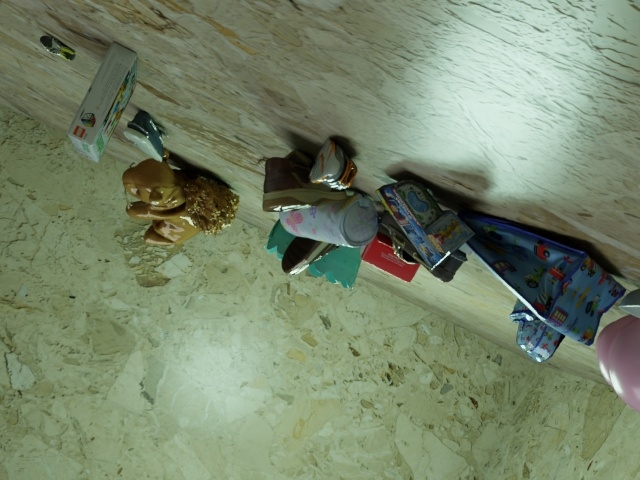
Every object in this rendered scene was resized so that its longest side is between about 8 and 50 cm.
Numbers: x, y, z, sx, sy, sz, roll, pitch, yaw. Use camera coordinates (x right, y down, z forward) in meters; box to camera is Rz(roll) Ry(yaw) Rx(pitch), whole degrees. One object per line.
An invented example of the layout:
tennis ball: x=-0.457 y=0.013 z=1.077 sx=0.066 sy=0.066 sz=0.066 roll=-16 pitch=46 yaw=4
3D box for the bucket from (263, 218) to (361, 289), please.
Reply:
bucket: x=0.000 y=0.000 z=2.292 sx=0.281 sy=0.183 sz=0.281 roll=25 pitch=174 yaw=3

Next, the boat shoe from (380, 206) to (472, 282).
boat shoe: x=0.207 y=0.005 z=1.770 sx=0.116 sy=0.097 sz=0.324 roll=28 pitch=-178 yaw=-28

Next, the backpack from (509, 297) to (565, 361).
backpack: x=0.518 y=0.194 z=1.947 sx=0.116 sy=0.173 sz=0.158 roll=25 pitch=175 yaw=-5

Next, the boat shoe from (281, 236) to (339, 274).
boat shoe: x=0.008 y=0.007 z=2.090 sx=0.095 sy=0.257 sz=0.095 roll=24 pitch=-145 yaw=-35

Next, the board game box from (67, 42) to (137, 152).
board game box: x=-0.430 y=-0.266 z=1.638 sx=0.053 sy=0.193 sz=0.305 roll=26 pitch=174 yaw=-11

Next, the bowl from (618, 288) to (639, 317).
bowl: x=0.626 y=0.125 z=1.480 sx=0.142 sy=0.053 sz=0.142 roll=25 pitch=173 yaw=0

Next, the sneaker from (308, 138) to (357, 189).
sneaker: x=0.030 y=-0.133 z=1.517 sx=0.083 sy=0.084 sz=0.215 roll=25 pitch=-176 yaw=-4

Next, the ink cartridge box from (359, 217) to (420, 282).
ink cartridge box: x=0.167 y=0.022 z=1.974 sx=0.134 sy=0.078 sz=0.231 roll=26 pitch=-165 yaw=-8

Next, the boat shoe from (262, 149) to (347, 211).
boat shoe: x=-0.035 y=-0.128 z=1.705 sx=0.123 sy=0.123 sz=0.342 roll=-10 pitch=-179 yaw=22

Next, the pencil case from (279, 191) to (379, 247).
pencil case: x=0.015 y=-0.058 z=1.934 sx=0.113 sy=0.124 sz=0.273 roll=-12 pitch=-167 yaw=-35

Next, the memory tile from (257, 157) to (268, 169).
memory tile: x=-0.085 y=-0.163 z=2.027 sx=0.148 sy=0.012 sz=0.113 roll=26 pitch=174 yaw=-13

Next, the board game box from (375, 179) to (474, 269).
board game box: x=0.200 y=-0.035 z=1.510 sx=0.194 sy=0.060 sz=0.194 roll=54 pitch=171 yaw=-7

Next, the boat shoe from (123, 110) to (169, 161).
boat shoe: x=-0.462 y=-0.279 z=2.203 sx=0.095 sy=0.079 sz=0.254 roll=26 pitch=172 yaw=9

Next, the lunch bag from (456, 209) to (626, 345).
lunch bag: x=0.384 y=0.051 z=1.546 sx=0.293 sy=0.138 sz=0.221 roll=35 pitch=-176 yaw=42

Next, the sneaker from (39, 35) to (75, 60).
sneaker: x=-0.556 y=-0.402 z=1.723 sx=0.035 sy=0.031 sz=0.083 roll=20 pitch=173 yaw=41

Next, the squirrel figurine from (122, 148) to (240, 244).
squirrel figurine: x=-0.462 y=-0.156 z=2.727 sx=0.396 sy=0.281 sz=0.370 roll=9 pitch=161 yaw=10

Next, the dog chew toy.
dog chew toy: x=0.672 y=0.242 z=1.698 sx=0.206 sy=0.207 sz=0.332 roll=25 pitch=-177 yaw=-1
